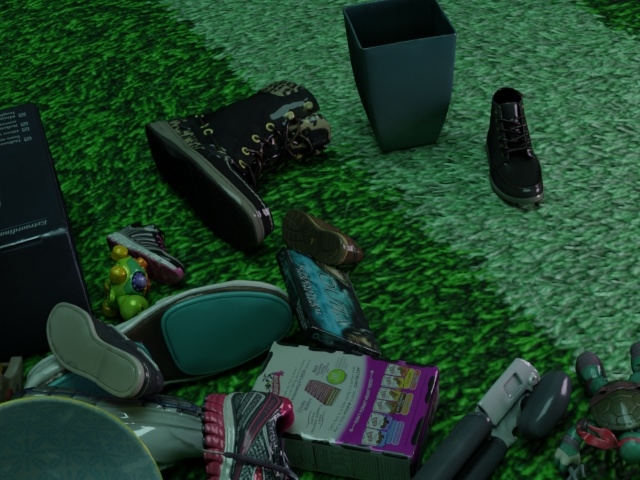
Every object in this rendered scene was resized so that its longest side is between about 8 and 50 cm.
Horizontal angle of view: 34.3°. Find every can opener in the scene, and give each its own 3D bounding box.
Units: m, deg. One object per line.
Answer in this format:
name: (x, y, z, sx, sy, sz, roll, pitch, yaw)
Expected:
can opener: (0.211, 0.248, 1.276, 0.283, 0.076, 0.095, -42, 14, -35)

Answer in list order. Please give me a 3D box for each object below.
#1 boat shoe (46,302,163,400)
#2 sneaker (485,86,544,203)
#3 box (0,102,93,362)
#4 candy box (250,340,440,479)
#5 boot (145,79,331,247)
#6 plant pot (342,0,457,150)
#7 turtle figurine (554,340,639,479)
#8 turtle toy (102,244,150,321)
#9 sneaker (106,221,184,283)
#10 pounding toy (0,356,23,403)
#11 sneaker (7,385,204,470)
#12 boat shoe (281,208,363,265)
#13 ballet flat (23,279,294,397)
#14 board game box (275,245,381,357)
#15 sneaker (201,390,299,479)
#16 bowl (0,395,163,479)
boat shoe: (-0.281, 0.146, 1.344, 0.206, 0.065, 0.075, 29, 95, 37)
sneaker: (0.323, -0.162, 1.755, 0.083, 0.118, 0.222, -8, 39, -3)
box: (-0.538, -0.006, 1.610, 0.293, 0.212, 0.395, -15, 39, -12)
candy box: (0.026, 0.225, 1.355, 0.233, 0.071, 0.159, 8, 41, 16)
boot: (-0.108, -0.148, 1.794, 0.284, 0.138, 0.377, -25, 37, -22)
plant pot: (0.142, -0.290, 1.847, 0.165, 0.234, 0.166, -10, 40, -5)
turtle figurine: (0.380, 0.223, 1.283, 0.175, 0.118, 0.234, 1, 34, 10)
turtle toy: (-0.294, 0.075, 1.582, 0.066, 0.095, 0.130, 9, 37, -15)
sneaker: (-0.269, 0.012, 1.666, 0.170, 0.063, 0.075, 23, 53, 38)
pounding toy: (-0.471, 0.213, 1.301, 0.155, 0.154, 0.269, -2, 14, -5)
sneaker: (-0.253, 0.260, 1.331, 0.297, 0.129, 0.111, 6, -3, -10)
boat shoe: (0.000, 0.000, 1.655, 0.060, 0.064, 0.178, 14, 11, -39)
ballet flat: (-0.235, 0.144, 1.464, 0.400, 0.139, 0.139, -23, 42, -18)
board game box: (0.009, 0.092, 1.500, 0.126, 0.026, 0.186, 24, 27, -31)
sneaker: (-0.076, 0.306, 1.193, 0.112, 0.121, 0.299, -4, 57, -4)
bowl: (-0.333, 0.329, 1.185, 0.289, 0.289, 0.156, -35, 3, -31)
